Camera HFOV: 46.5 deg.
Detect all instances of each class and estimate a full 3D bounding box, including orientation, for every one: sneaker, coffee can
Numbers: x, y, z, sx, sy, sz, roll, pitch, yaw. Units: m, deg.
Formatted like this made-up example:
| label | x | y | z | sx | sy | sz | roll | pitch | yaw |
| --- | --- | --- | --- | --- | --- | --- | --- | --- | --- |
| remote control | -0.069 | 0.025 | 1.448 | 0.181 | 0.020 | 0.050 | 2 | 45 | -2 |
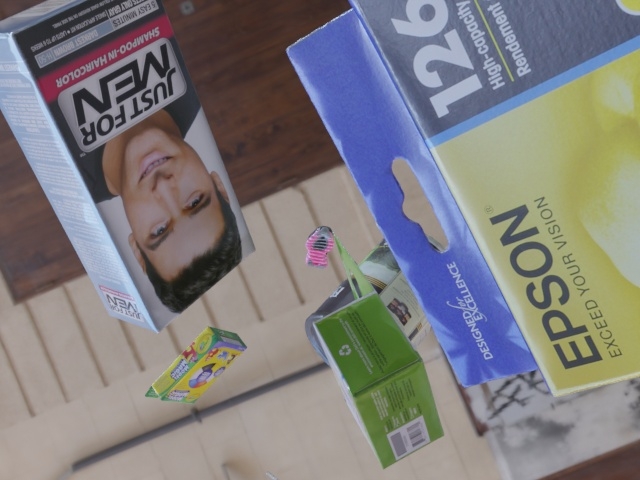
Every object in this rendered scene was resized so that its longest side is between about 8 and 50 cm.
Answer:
| label | x | y | z | sx | sy | sz | roll | pitch | yaw |
| --- | --- | --- | --- | --- | --- | --- | --- | --- | --- |
| sneaker | 0.000 | 0.000 | 1.275 | 0.119 | 0.047 | 0.057 | 108 | 176 | -60 |
| coffee can | 0.131 | 0.135 | 1.495 | 0.201 | 0.275 | 0.202 | 33 | 150 | 22 |

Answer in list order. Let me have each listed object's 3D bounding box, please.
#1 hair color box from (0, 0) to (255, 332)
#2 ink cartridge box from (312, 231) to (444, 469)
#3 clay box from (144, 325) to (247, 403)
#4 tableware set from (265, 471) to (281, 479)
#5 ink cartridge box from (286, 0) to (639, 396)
| label | x | y | z | sx | sy | sz | roll | pitch | yaw |
| --- | --- | --- | --- | --- | --- | --- | --- | --- | --- |
| hair color box | -0.227 | -0.099 | 0.881 | 0.113 | 0.185 | 0.375 | 11 | 131 | 40 |
| ink cartridge box | 0.052 | 0.143 | 0.998 | 0.255 | 0.097 | 0.189 | 56 | 170 | 45 |
| clay box | -0.283 | 0.296 | 1.690 | 0.053 | 0.222 | 0.127 | 47 | -171 | 28 |
| tableware set | -0.007 | 0.326 | 0.823 | 0.104 | 0.024 | 0.154 | 6 | 133 | 58 |
| ink cartridge box | 0.150 | -0.057 | 0.469 | 0.304 | 0.307 | 0.072 | 61 | -150 | -6 |
